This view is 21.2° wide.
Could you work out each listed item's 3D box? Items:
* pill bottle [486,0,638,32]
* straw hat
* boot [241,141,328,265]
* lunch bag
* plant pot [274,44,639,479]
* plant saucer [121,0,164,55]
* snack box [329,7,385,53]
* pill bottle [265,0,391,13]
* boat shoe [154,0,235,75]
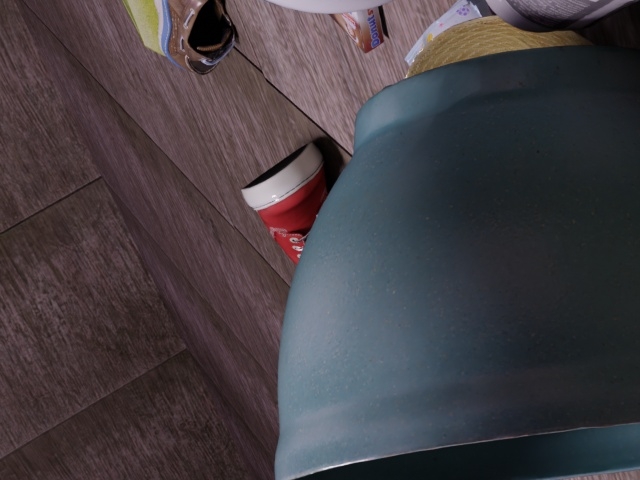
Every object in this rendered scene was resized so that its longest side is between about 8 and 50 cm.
[{"bbox_3d":[0.125,-0.143,0.821,0.078,0.078,0.137,59,168,-3],"label":"pill bottle"},{"bbox_3d":[0.119,-0.089,1.015,0.061,0.145,0.144,-68,-36,-47],"label":"straw hat"},{"bbox_3d":[0.000,0.000,1.717,0.176,0.088,0.244,58,177,2],"label":"boot"},{"bbox_3d":[0.097,-0.112,1.088,0.071,0.053,0.083,57,156,5],"label":"lunch bag"},{"bbox_3d":[0.113,0.017,0.884,0.293,0.293,0.196,109,155,-75],"label":"plant pot"},{"bbox_3d":[-0.205,-0.299,1.832,0.188,0.045,0.188,71,172,-47],"label":"plant saucer"},{"bbox_3d":[-0.008,-0.220,1.330,0.178,0.022,0.064,51,165,36],"label":"snack box"},{"bbox_3d":[-0.020,-0.226,0.967,0.181,0.181,0.323,63,167,-21],"label":"pill bottle"},{"bbox_3d":[-0.125,-0.212,1.742,0.066,0.066,0.183,43,169,20],"label":"boat shoe"}]
